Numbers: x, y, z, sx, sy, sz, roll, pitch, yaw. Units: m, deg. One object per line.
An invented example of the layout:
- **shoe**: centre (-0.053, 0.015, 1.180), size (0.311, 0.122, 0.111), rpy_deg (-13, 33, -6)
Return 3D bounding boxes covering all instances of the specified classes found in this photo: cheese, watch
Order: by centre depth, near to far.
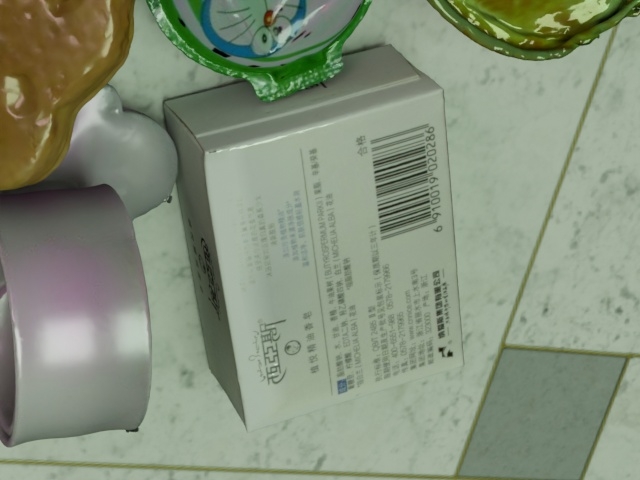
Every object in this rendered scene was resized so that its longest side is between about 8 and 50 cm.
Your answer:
- **cheese**: centre (-0.055, -0.259, 1.294), size (0.204, 0.083, 0.320), rpy_deg (-23, 116, -15)
- **watch**: centre (-0.191, 0.025, 1.306), size (0.211, 0.217, 0.248), rpy_deg (-6, 119, -22)

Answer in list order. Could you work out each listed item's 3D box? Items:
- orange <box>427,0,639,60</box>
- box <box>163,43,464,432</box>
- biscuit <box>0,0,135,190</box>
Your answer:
- **orange**: centre (0.202, -0.290, 1.326), size (0.334, 0.196, 0.262), rpy_deg (-32, 110, -10)
- **box**: centre (-0.001, -0.002, 1.436), size (0.203, 0.116, 0.274), rpy_deg (-17, 122, -15)
- **biscuit**: centre (-0.272, -0.175, 1.116), size (0.312, 0.057, 0.351), rpy_deg (36, 106, -1)
